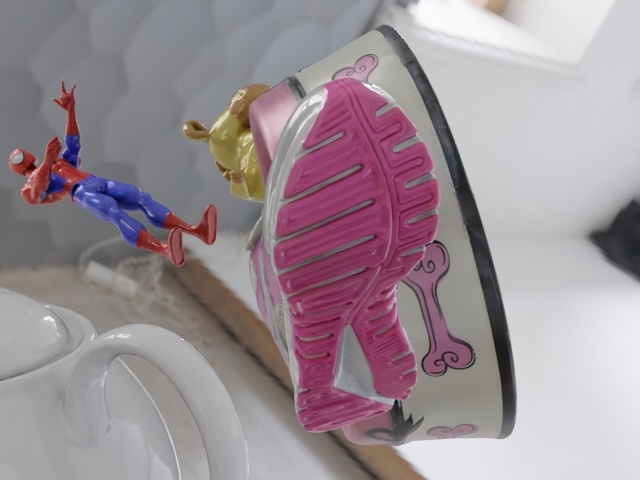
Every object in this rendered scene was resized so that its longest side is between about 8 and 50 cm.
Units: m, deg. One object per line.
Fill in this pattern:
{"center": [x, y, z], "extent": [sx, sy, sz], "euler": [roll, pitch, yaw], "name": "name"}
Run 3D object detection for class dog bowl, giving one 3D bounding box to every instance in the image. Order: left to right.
{"center": [0.047, 0.011, 1.278], "extent": [0.150, 0.408, 0.408], "euler": [-16, 31, -5], "name": "dog bowl"}

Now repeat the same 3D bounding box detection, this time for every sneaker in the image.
{"center": [0.000, 0.000, 0.809], "extent": [0.102, 0.252, 0.111], "euler": [-14, 46, -18], "name": "sneaker"}

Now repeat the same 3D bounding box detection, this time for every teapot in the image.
{"center": [-0.184, 0.101, 0.679], "extent": [0.255, 0.187, 0.252], "euler": [-4, 16, -14], "name": "teapot"}

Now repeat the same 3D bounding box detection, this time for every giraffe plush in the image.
{"center": [-0.062, -0.116, 1.615], "extent": [0.170, 0.210, 0.181], "euler": [40, -6, 45], "name": "giraffe plush"}

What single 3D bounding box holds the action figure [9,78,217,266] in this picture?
{"center": [-0.247, -0.082, 1.487], "extent": [0.280, 0.139, 0.091], "euler": [18, 34, 31], "name": "action figure"}
